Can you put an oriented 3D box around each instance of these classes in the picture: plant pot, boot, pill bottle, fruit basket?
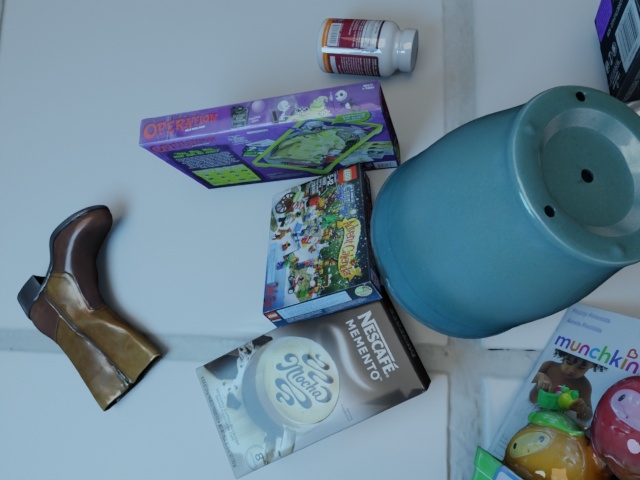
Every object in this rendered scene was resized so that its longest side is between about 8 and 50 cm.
[{"bbox_3d":[0.227,-0.031,0.565,0.271,0.255,0.272,3,75,-13],"label":"plant pot"},{"bbox_3d":[-0.383,0.112,0.855,0.280,0.096,0.264,41,94,17],"label":"boot"},{"bbox_3d":[0.077,-0.310,0.791,0.152,0.086,0.086,11,85,17],"label":"pill bottle"},{"bbox_3d":[0.310,0.241,0.521,0.165,0.327,0.353,31,85,-21],"label":"fruit basket"}]

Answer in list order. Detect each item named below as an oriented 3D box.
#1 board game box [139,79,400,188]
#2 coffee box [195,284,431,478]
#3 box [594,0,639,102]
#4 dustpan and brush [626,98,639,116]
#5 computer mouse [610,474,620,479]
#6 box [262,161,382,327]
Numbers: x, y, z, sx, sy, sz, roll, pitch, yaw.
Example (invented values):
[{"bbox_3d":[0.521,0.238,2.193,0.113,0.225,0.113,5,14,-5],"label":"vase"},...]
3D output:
[{"bbox_3d":[-0.064,-0.146,0.743,0.347,0.208,0.056,-4,81,15],"label":"board game box"},{"bbox_3d":[-0.009,0.199,0.721,0.297,0.119,0.168,-29,74,10],"label":"coffee box"},{"bbox_3d":[0.502,-0.285,0.583,0.270,0.165,0.143,-8,74,16],"label":"box"},{"bbox_3d":[0.411,-0.120,0.678,0.211,0.060,0.147,-12,84,22],"label":"dustpan and brush"},{"bbox_3d":[0.405,0.285,0.638,0.071,0.041,0.242,26,83,6],"label":"computer mouse"},{"bbox_3d":[0.000,0.000,0.720,0.159,0.044,0.233,-19,45,20],"label":"box"}]
